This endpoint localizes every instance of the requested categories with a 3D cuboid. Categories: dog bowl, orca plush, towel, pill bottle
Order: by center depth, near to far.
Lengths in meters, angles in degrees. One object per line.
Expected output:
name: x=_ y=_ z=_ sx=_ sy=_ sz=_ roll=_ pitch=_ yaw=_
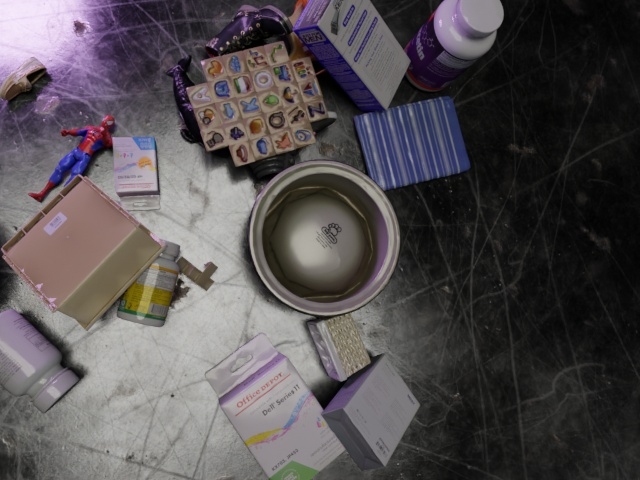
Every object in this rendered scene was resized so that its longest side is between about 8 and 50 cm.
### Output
pill bottle: x=-0.678 y=0.281 z=1.144 sx=0.229 sy=0.131 sz=0.131 roll=45 pitch=75 yaw=-5
pill bottle: x=-0.420 y=0.101 z=1.238 sx=0.117 sy=0.117 sz=0.209 roll=16 pitch=80 yaw=-12
orca plush: x=-0.314 y=-0.365 z=1.331 sx=0.151 sy=0.102 sz=0.287 roll=-16 pitch=87 yaw=-15
dog bowl: x=0.000 y=0.000 z=1.339 sx=0.407 sy=0.150 sz=0.408 roll=2 pitch=82 yaw=-13
pill bottle: x=0.370 y=-0.566 z=1.412 sx=0.181 sy=0.323 sz=0.182 roll=2 pitch=82 yaw=-14
towel: x=0.281 y=-0.295 z=1.510 sx=0.335 sy=0.040 sz=0.243 roll=-14 pitch=88 yaw=-13

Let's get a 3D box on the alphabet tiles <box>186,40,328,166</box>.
alphabet tiles: x=-0.160 y=-0.361 z=1.306 sx=0.342 sy=0.011 sz=0.285 roll=-19 pitch=93 yaw=-13

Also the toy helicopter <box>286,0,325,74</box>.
toy helicopter: x=-0.034 y=-0.530 z=1.429 sx=0.235 sy=0.140 sz=0.355 roll=37 pitch=87 yaw=-16

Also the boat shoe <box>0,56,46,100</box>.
boat shoe: x=-0.750 y=-0.403 z=1.254 sx=0.045 sy=0.050 sz=0.135 roll=34 pitch=76 yaw=-2

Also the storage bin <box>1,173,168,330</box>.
storage bin: x=-0.557 y=0.017 z=1.163 sx=0.260 sy=0.123 sz=0.262 roll=35 pitch=77 yaw=24

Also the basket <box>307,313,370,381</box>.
basket: x=0.050 y=0.276 z=1.335 sx=0.103 sy=0.113 sz=0.167 roll=-23 pitch=89 yaw=-18

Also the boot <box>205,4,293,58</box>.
boot: x=-0.195 y=-0.547 z=1.343 sx=0.179 sy=0.236 sz=0.085 roll=-49 pitch=138 yaw=-11

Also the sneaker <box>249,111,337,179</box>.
sneaker: x=-0.075 y=-0.257 z=1.383 sx=0.295 sy=0.104 sz=0.147 roll=-21 pitch=92 yaw=-12

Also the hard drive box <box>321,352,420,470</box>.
hard drive box: x=0.137 y=0.439 z=1.292 sx=0.181 sy=0.089 sz=0.232 roll=55 pitch=42 yaw=-1

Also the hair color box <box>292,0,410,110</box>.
hair color box: x=0.097 y=-0.535 z=1.372 sx=0.339 sy=0.110 sz=0.185 roll=39 pitch=72 yaw=-43

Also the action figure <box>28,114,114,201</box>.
action figure: x=-0.605 y=-0.212 z=1.224 sx=0.091 sy=0.139 sz=0.280 roll=32 pitch=74 yaw=-3

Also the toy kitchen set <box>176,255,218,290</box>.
toy kitchen set: x=-0.321 y=0.074 z=1.311 sx=0.068 sy=0.075 sz=0.083 roll=-52 pitch=136 yaw=-11

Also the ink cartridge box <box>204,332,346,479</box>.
ink cartridge box: x=-0.119 y=0.435 z=1.269 sx=0.207 sy=0.119 sz=0.354 roll=-35 pitch=92 yaw=-15

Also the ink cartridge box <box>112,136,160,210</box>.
ink cartridge box: x=-0.475 y=-0.171 z=1.287 sx=0.104 sy=0.061 sz=0.182 roll=-5 pitch=85 yaw=-14
